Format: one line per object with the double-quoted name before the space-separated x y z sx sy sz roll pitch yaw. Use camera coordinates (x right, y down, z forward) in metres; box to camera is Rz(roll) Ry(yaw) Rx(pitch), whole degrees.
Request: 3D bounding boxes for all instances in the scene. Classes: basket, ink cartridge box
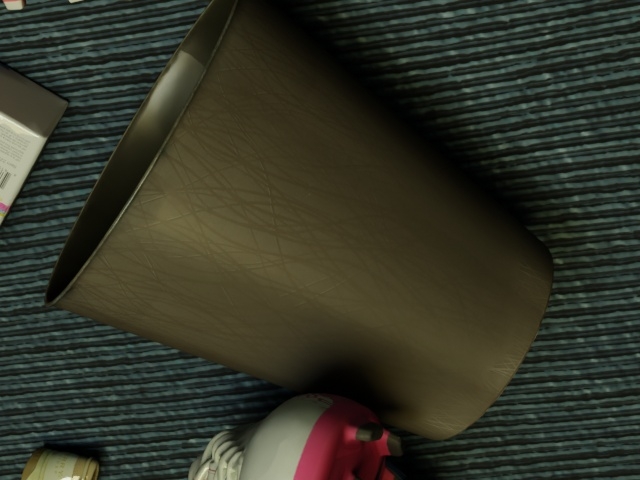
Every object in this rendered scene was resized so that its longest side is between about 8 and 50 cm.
"basket" 0.000 0.000 0.914 0.227 0.154 0.204 30 95 -15
"ink cartridge box" -0.216 -0.047 0.980 0.088 0.052 0.122 30 120 -8

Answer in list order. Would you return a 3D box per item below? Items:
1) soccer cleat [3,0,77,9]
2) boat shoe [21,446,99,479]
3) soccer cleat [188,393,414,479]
"soccer cleat" -0.175 -0.172 0.884 0.248 0.083 0.095 -9 114 18
"boat shoe" -0.166 0.208 1.124 0.048 0.056 0.153 5 114 13
"soccer cleat" -0.024 0.151 0.943 0.143 0.116 0.331 15 166 14
